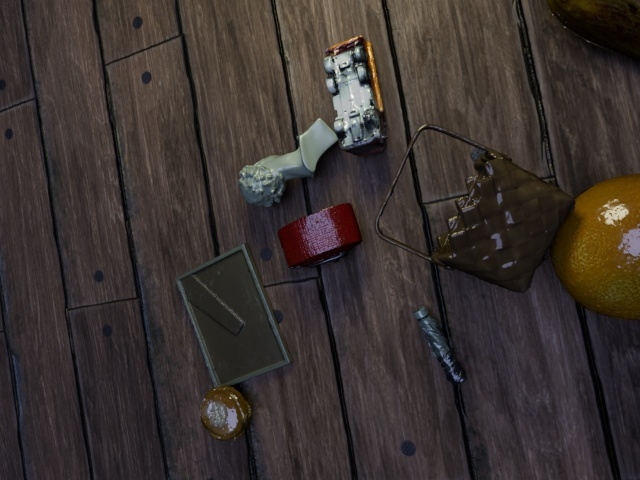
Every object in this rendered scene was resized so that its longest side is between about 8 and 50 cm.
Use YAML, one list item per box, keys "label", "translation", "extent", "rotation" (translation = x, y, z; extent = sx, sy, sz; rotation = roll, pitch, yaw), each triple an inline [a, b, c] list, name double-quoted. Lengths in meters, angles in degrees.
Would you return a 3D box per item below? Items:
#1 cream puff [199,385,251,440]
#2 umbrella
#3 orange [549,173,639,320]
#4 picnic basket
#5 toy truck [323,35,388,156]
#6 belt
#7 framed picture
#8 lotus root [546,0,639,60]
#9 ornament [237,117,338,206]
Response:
- label: "cream puff"
  translation: [-0.246, 0.449, 1.332]
  extent: [0.144, 0.103, 0.126]
  rotation: [37, 90, 16]
- label: "umbrella"
  translation: [0.273, 0.240, 1.165]
  extent: [0.046, 0.050, 0.188]
  rotation: [-38, 78, 38]
- label: "orange"
  translation: [0.569, 0.015, 0.933]
  extent: [0.274, 0.274, 0.275]
  rotation: [0, 91, 21]
- label: "picnic basket"
  translation: [0.294, -0.064, 1.020]
  extent: [0.320, 0.291, 0.254]
  rotation: [24, 100, 7]
- label: "toy truck"
  translation: [0.082, -0.338, 1.188]
  extent: [0.114, 0.135, 0.271]
  rotation: [-12, 82, 23]
- label: "belt"
  translation: [0.000, 0.000, 1.220]
  extent: [0.200, 0.128, 0.124]
  rotation: [-21, 82, 19]
- label: "framed picture"
  translation: [-0.240, 0.210, 1.369]
  extent: [0.247, 0.022, 0.335]
  rotation: [-25, 82, 20]
- label: "lotus root"
  translation: [0.616, -0.450, 0.952]
  extent: [0.397, 0.179, 0.196]
  rotation: [35, 104, 18]
- label: "ornament"
  translation: [-0.076, -0.182, 1.247]
  extent: [0.285, 0.130, 0.120]
  rotation: [-31, 93, 18]
